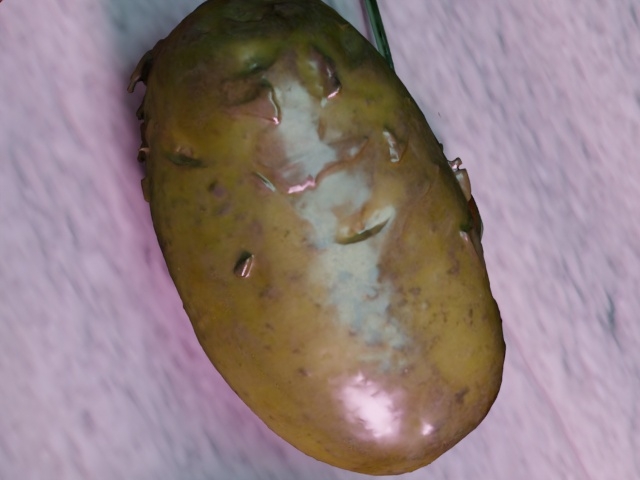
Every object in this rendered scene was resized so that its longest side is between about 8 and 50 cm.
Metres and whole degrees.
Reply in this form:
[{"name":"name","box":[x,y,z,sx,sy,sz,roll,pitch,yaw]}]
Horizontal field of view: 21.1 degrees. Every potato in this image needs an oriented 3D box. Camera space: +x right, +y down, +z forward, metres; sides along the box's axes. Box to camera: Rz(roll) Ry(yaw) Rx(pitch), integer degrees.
[{"name":"potato","box":[0.000,0.000,0.815,0.149,0.113,0.251,-31,103,-22]}]

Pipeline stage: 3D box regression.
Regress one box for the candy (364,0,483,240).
[{"name":"candy","box":[0.042,-0.068,0.898,0.056,0.049,0.184,-11,82,-40]}]
